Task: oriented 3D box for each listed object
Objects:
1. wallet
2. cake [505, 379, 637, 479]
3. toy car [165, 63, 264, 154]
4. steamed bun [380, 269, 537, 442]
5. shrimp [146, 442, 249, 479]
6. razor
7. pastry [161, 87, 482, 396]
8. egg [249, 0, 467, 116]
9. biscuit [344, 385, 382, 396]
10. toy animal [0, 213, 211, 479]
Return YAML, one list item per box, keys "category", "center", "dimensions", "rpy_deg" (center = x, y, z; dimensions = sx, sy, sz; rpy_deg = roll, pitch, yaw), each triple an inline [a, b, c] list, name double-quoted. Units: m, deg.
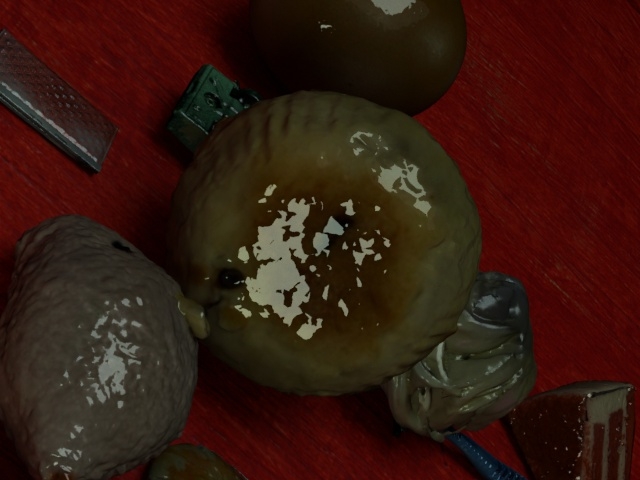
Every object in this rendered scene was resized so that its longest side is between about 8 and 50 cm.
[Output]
- category: "wallet"
  center: [-0.339, -0.173, 1.834]
  dimensions: [0.196, 0.020, 0.103]
  rpy_deg: [40, 38, -20]
- category: "cake"
  center: [0.365, 0.337, 2.215]
  dimensions: [0.158, 0.160, 0.262]
  rpy_deg: [-1, 97, -51]
- category: "toy car"
  center: [-0.070, -0.095, 2.018]
  dimensions: [0.321, 0.097, 0.141]
  rpy_deg: [42, 36, -15]
- category: "steamed bun"
  center: [0.179, 0.110, 1.989]
  dimensions: [0.268, 0.207, 0.280]
  rpy_deg: [0, 55, -51]
- category: "shrimp"
  center: [-0.081, 0.344, 1.672]
  dimensions: [0.294, 0.062, 0.154]
  rpy_deg: [50, 29, -4]
- category: "razor"
  center: [0.199, 0.292, 2.061]
  dimensions: [0.253, 0.042, 0.082]
  rpy_deg: [36, 37, -26]
- category: "pastry"
  center: [0.000, 0.000, 1.803]
  dimensions: [0.388, 0.388, 0.312]
  rpy_deg: [51, 10, -5]
- category: "egg"
  center: [0.056, -0.317, 2.193]
  dimensions: [0.351, 0.282, 0.282]
  rpy_deg: [12, 52, -35]
- category: "biscuit"
  center: [0.074, 0.122, 2.067]
  dimensions: [0.254, 0.029, 0.172]
  rpy_deg: [-8, 68, -52]
- category: "toy animal"
  center: [-0.232, 0.126, 1.563]
  dimensions: [0.226, 0.188, 0.358]
  rpy_deg: [28, 43, -24]
